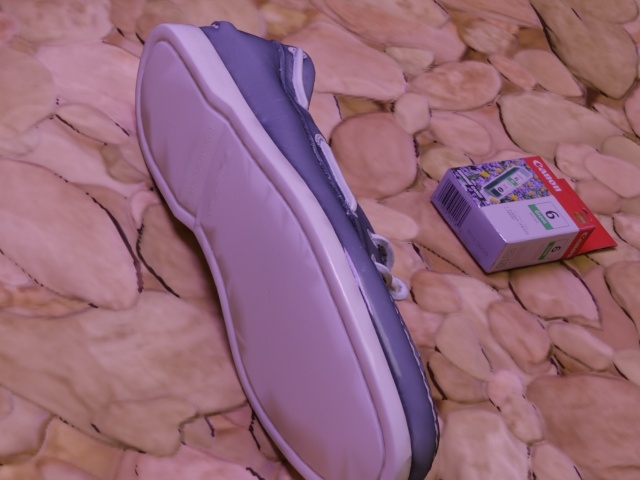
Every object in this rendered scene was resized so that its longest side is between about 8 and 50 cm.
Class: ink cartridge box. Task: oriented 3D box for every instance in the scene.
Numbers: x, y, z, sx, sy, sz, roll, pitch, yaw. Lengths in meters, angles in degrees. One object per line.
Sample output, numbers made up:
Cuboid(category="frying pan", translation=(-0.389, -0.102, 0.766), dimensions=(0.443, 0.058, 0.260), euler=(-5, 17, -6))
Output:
Cuboid(category="ink cartridge box", translation=(0.128, -0.019, 1.181), dimensions=(0.115, 0.029, 0.063), euler=(-10, 52, -39))

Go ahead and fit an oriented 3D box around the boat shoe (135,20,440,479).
Cuboid(category="boat shoe", translation=(0.000, 0.000, 1.011), dimensions=(0.099, 0.116, 0.319), euler=(-2, 43, -29))
